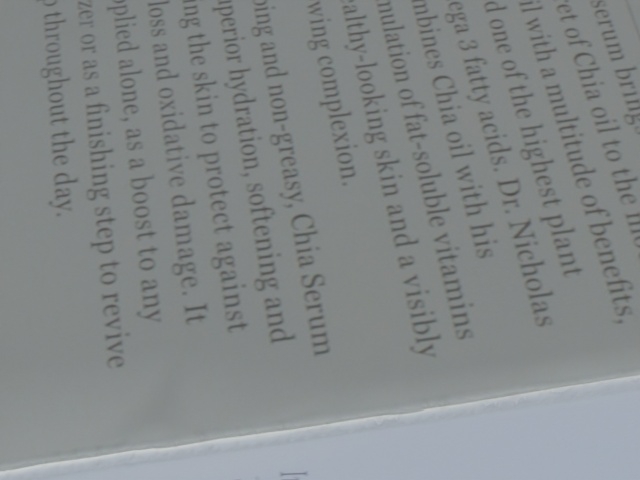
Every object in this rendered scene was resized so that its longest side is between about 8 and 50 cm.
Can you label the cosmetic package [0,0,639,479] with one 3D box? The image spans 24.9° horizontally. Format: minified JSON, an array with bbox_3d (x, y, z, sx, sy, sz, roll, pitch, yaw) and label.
[{"bbox_3d":[0.000,0.000,0.515,0.453,0.230,0.161,-8,146,-3],"label":"cosmetic package"}]
